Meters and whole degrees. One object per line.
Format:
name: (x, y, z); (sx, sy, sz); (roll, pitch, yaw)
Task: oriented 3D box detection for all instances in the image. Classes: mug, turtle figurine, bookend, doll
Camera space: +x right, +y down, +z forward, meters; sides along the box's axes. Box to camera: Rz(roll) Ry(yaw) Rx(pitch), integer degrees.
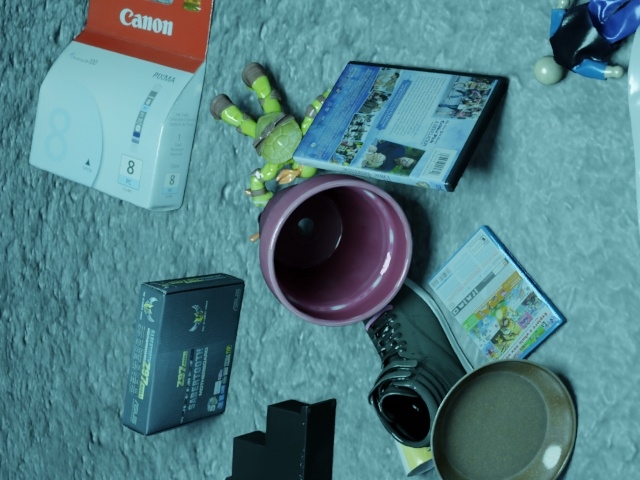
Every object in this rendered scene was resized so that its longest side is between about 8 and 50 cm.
mug: (0.138, 0.282, 1.416); (0.078, 0.062, 0.064); (-44, 60, 31)
turtle figurine: (-0.074, -0.148, 1.507); (0.217, 0.087, 0.269); (47, 109, 27)
bookend: (-0.063, 0.309, 1.557); (0.157, 0.072, 0.156); (7, 97, 37)
doll: (0.335, -0.251, 1.234); (0.189, 0.046, 0.129); (-37, 71, 32)

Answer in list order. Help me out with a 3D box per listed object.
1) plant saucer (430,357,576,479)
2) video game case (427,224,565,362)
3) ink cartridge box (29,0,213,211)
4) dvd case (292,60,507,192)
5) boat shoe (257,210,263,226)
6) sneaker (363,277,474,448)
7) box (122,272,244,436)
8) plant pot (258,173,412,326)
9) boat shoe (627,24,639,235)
plant saucer: (0.227, 0.242, 1.292); (0.036, 0.198, 0.199); (-151, 64, -73)
video game case: (0.231, 0.080, 1.356); (0.119, 0.015, 0.166); (-49, 66, 28)
ink cartridge box: (-0.337, -0.273, 1.707); (0.308, 0.091, 0.385); (20, 106, 34)
dvd case: (0.103, -0.159, 1.366); (0.253, 0.022, 0.180); (13, 63, 36)
boat shoe: (-0.047, 0.004, 1.542); (0.133, 0.042, 0.049); (49, 117, 22)
sneaker: (0.106, 0.153, 1.373); (0.104, 0.147, 0.296); (-48, 65, 31)
box: (-0.212, 0.173, 1.589); (0.059, 0.183, 0.233); (17, 103, 35)
plant pot: (0.000, 0.000, 1.399); (0.180, 0.201, 0.201); (-148, 64, -67)
boat shoe: (0.407, -0.116, 1.162); (0.088, 0.096, 0.267); (-1, 94, 33)
